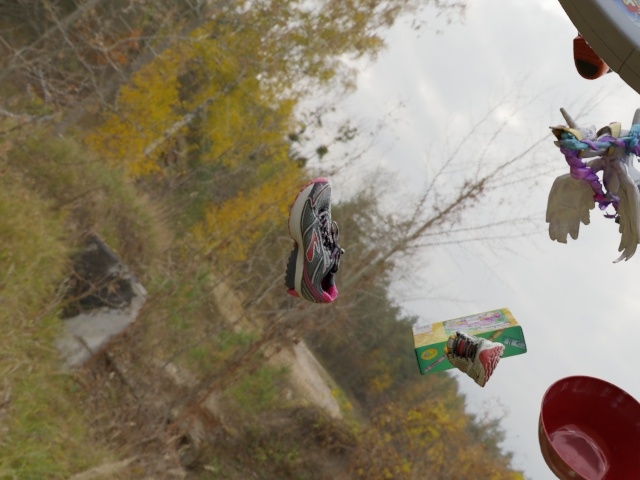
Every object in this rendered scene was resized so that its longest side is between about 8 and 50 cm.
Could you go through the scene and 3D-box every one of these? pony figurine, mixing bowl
[{"bbox_3d":[0.692,-0.153,1.457,0.303,0.364,0.350,-157,-123,-68],"label":"pony figurine"},{"bbox_3d":[0.398,0.303,0.927,0.181,0.182,0.098,47,-35,30],"label":"mixing bowl"}]

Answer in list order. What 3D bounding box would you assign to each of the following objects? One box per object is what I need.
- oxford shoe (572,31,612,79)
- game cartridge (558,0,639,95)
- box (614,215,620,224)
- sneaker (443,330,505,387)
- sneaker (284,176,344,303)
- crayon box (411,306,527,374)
[{"bbox_3d":[0.546,-0.454,1.194,0.097,0.099,0.271,41,-33,54],"label":"oxford shoe"},{"bbox_3d":[0.362,-0.286,0.672,0.062,0.198,0.297,96,-27,-67],"label":"game cartridge"},{"bbox_3d":[0.982,-0.067,1.955,0.067,0.018,0.083,20,-23,-10],"label":"box"},{"bbox_3d":[0.284,0.222,1.191,0.093,0.088,0.225,28,-9,7],"label":"sneaker"},{"bbox_3d":[0.000,0.000,1.415,0.112,0.121,0.298,17,-64,30],"label":"sneaker"},{"bbox_3d":[0.390,0.266,1.665,0.165,0.279,0.081,-61,137,-78],"label":"crayon box"}]
